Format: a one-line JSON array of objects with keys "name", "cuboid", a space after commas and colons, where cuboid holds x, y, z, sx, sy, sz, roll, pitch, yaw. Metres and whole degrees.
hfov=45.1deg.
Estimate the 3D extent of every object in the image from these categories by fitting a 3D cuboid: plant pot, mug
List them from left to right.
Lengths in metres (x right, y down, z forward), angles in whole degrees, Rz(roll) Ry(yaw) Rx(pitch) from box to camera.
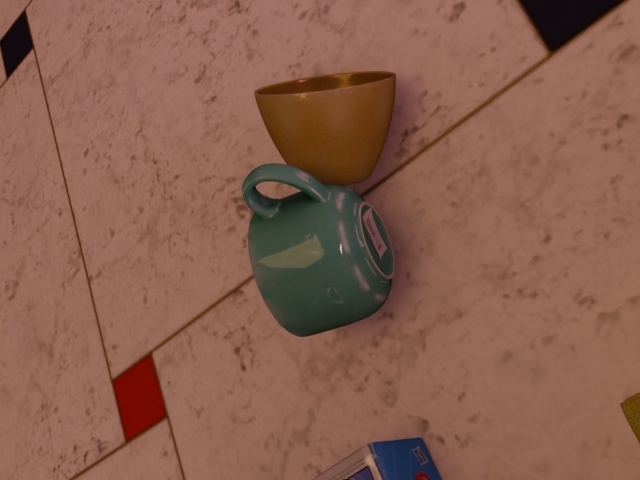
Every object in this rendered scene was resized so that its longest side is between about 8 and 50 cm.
[{"name": "mug", "cuboid": [0.003, 0.009, 0.692, 0.097, 0.158, 0.129, -19, 62, 21]}, {"name": "plant pot", "cuboid": [0.009, -0.105, 0.740, 0.134, 0.134, 0.095, 9, 113, 40]}]

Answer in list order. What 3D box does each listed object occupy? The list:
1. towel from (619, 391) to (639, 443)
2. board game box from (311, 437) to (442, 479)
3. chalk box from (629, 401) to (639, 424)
[{"name": "towel", "cuboid": [0.249, 0.169, 0.380, 0.102, 0.021, 0.237, -37, 60, 28]}, {"name": "board game box", "cuboid": [0.020, 0.377, 0.661, 0.308, 0.086, 0.301, -40, 60, 27]}, {"name": "chalk box", "cuboid": [0.289, 0.099, 0.457, 0.213, 0.132, 0.132, 47, 112, 34]}]
